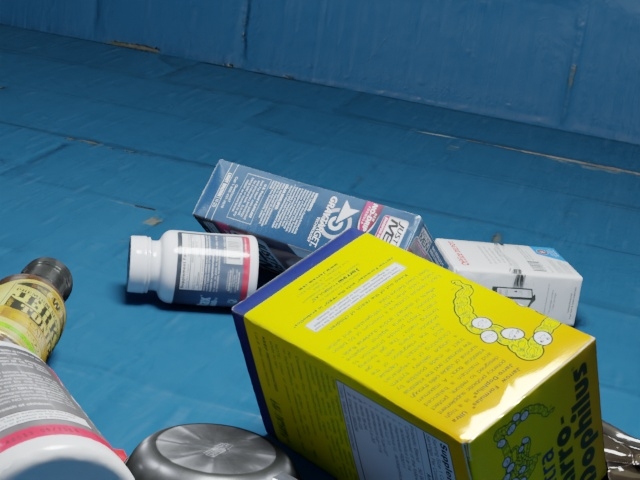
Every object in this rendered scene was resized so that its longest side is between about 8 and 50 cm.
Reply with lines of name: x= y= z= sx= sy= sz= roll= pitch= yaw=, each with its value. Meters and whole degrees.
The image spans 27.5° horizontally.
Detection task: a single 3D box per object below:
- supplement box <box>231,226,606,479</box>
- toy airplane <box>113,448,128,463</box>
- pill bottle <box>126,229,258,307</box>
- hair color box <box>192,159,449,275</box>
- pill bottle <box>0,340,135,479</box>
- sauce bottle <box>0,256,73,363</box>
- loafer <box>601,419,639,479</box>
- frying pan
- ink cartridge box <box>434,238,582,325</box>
supplement box: x=0.103 y=0.159 z=1.403 sx=0.195 sy=0.194 sz=0.356 roll=-34 pitch=39 yaw=-28
toy airplane: x=-0.283 y=0.218 z=1.416 sx=0.151 sy=0.028 sz=0.151 roll=9 pitch=17 yaw=-3
pill bottle: x=-0.185 y=0.039 z=1.876 sx=0.180 sy=0.108 sz=0.108 roll=4 pitch=18 yaw=-11
hair color box: x=0.000 y=0.000 z=1.955 sx=0.347 sy=0.105 sz=0.174 roll=17 pitch=-18 yaw=27
pill bottle: x=-0.303 y=0.200 z=1.224 sx=0.176 sy=0.176 sz=0.318 roll=-3 pitch=21 yaw=-31
sauce bottle: x=-0.372 y=0.104 z=1.590 sx=0.111 sy=0.111 sz=0.344 roll=8 pitch=19 yaw=-1
loafer: x=0.355 y=0.271 z=1.482 sx=0.220 sy=0.080 sz=0.078 roll=20 pitch=54 yaw=29
frying pan: x=-0.073 y=0.260 z=1.347 sx=0.197 sy=0.053 sz=0.326 roll=-4 pitch=18 yaw=-40
ink cartridge box: x=0.283 y=0.064 z=2.034 sx=0.203 sy=0.086 sz=0.148 roll=4 pitch=18 yaw=-9
